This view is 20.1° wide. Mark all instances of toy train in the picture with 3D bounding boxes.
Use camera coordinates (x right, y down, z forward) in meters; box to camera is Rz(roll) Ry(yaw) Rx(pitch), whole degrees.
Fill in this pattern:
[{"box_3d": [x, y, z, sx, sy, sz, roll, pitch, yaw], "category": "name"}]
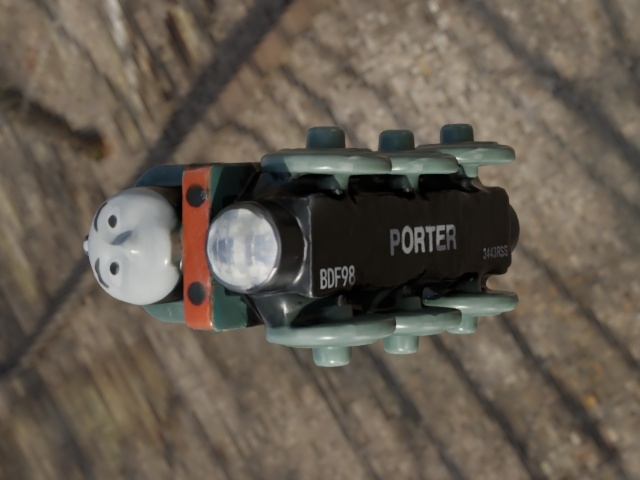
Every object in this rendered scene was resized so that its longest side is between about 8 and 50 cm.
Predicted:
[{"box_3d": [0.000, 0.000, 1.148, 0.190, 0.334, 0.142, -1, 93, 30], "category": "toy train"}]
